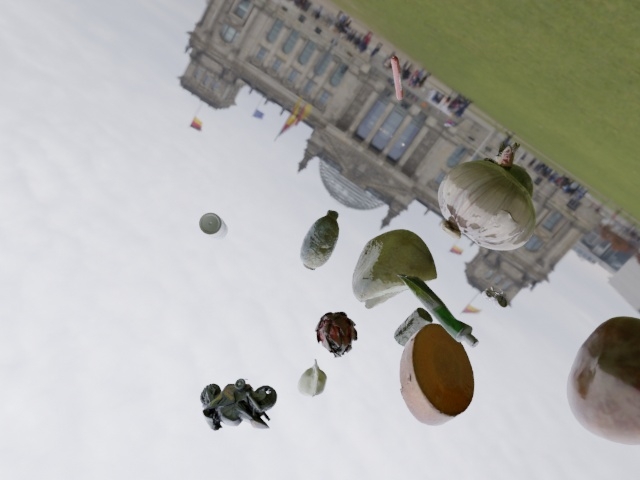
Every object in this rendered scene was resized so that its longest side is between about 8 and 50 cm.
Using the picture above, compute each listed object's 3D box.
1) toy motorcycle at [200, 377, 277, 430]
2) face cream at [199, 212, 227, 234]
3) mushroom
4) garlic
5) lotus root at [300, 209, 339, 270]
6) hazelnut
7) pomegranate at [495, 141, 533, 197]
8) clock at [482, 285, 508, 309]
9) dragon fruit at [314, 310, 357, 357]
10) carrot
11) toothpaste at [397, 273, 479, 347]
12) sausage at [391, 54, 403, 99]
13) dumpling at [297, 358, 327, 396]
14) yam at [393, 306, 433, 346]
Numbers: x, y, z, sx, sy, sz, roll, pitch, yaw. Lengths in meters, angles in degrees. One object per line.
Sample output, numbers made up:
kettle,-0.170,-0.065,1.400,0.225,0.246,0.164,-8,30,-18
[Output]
toy motorcycle,-0.297,0.577,1.752,0.108,0.307,0.173,66,-151,-42
face cream,-0.373,-0.048,1.780,0.077,0.077,0.250,33,174,-4
mushroom,0.192,0.079,1.621,0.212,0.292,0.217,-7,-109,-30
garlic,0.482,-0.102,1.455,0.322,0.241,0.322,10,-151,-6
lotus root,-0.001,0.000,2.642,0.175,0.349,0.175,22,-167,-5
hazelnut,0.871,0.398,1.428,0.366,0.365,0.366,30,-160,-12
pomegranate,0.768,-0.249,2.194,0.290,0.291,0.323,-100,-12,-63
clock,0.793,0.255,2.292,0.129,0.041,0.087,30,-124,-10
dragon fruit,0.068,0.388,2.117,0.189,0.182,0.182,40,-160,21
carrot,0.343,0.388,1.496,0.258,0.100,0.307,40,-137,-15
toothpaste,0.277,0.158,1.186,0.078,0.046,0.248,6,-148,-42
sausage,0.325,-0.680,2.129,0.034,0.034,0.253,47,170,31
dumpling,-0.031,0.609,2.241,0.126,0.166,0.216,9,170,22
yam,0.386,0.349,2.061,0.107,0.183,0.107,17,-138,-16
